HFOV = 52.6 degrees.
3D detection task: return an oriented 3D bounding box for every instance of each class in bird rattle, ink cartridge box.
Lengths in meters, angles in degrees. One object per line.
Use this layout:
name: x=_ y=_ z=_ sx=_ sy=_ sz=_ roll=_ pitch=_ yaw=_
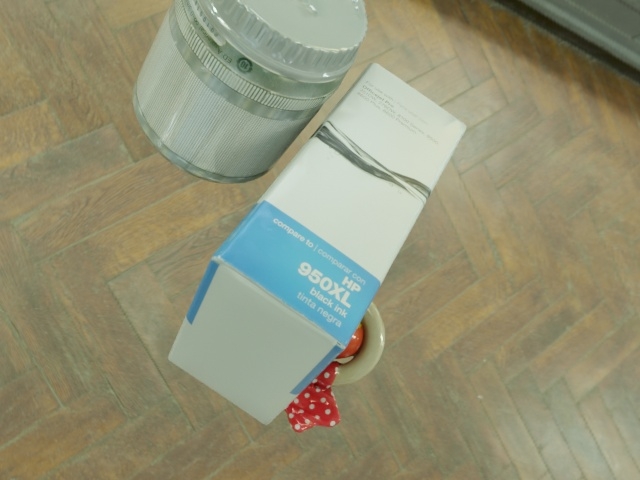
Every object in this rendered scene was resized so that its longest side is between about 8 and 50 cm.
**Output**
bird rattle: x=0.002 y=0.165 z=1.034 sx=0.206 sy=0.143 sz=0.254 roll=-20 pitch=74 yaw=7
ink cartridge box: x=0.000 y=0.000 z=0.844 sx=0.166 sy=0.285 sz=0.395 roll=34 pitch=53 yaw=0

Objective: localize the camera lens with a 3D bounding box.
camera lens: x=-0.097 y=-0.219 z=0.813 sx=0.219 sy=0.274 sz=0.219 roll=18 pitch=53 yaw=-25
